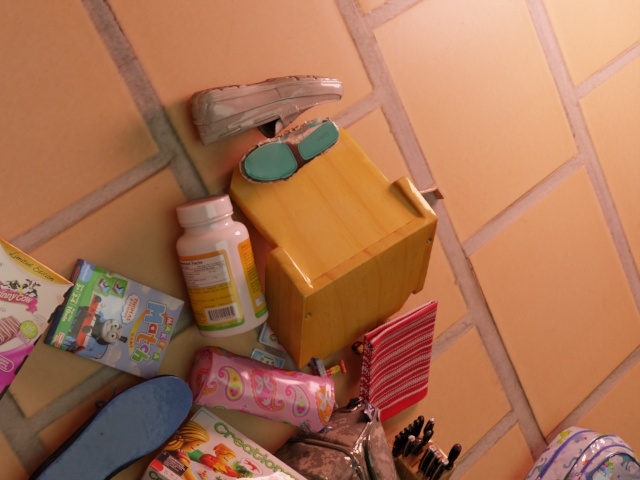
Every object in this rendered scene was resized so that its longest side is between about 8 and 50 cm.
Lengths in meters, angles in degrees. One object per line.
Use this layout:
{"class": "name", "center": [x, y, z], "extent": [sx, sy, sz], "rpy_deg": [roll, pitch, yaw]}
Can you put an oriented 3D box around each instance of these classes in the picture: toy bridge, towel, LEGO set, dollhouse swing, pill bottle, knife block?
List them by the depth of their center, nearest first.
{"class": "pill bottle", "center": [-0.189, 0.045, 1.781], "extent": [0.136, 0.136, 0.246], "rpy_deg": [-20, 104, -31]}
{"class": "dollhouse swing", "center": [0.000, 0.000, 1.934], "extent": [0.346, 0.305, 0.315], "rpy_deg": [-31, 146, -29]}
{"class": "LEGO set", "center": [-0.014, 0.224, 1.955], "extent": [0.244, 0.060, 0.182], "rpy_deg": [26, 79, -29]}
{"class": "knife block", "center": [0.227, 0.495, 2.019], "extent": [0.088, 0.242, 0.276], "rpy_deg": [-32, 110, -27]}
{"class": "towel", "center": [0.164, 0.268, 2.023], "extent": [0.199, 0.031, 0.275], "rpy_deg": [-25, 134, -31]}
{"class": "toy bridge", "center": [0.201, -0.064, 2.099], "extent": [0.188, 0.026, 0.063], "rpy_deg": [-45, 112, -23]}

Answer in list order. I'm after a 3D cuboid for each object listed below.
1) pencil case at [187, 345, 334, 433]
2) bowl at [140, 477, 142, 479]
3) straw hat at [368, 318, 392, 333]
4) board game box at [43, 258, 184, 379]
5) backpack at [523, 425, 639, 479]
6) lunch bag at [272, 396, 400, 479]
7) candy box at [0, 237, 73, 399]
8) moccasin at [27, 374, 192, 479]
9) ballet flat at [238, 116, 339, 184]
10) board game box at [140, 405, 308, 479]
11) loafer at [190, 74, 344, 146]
{"class": "pencil case", "center": [-0.111, 0.289, 1.834], "extent": [0.284, 0.124, 0.124], "rpy_deg": [20, 82, -24]}
{"class": "bowl", "center": [-0.202, 0.533, 1.776], "extent": [0.289, 0.156, 0.290], "rpy_deg": [0, 90, -38]}
{"class": "straw hat", "center": [0.136, 0.200, 2.047], "extent": [0.144, 0.144, 0.061], "rpy_deg": [-34, 68, -27]}
{"class": "board game box", "center": [-0.367, 0.146, 1.728], "extent": [0.211, 0.039, 0.160], "rpy_deg": [26, 78, -33]}
{"class": "backpack", "center": [0.619, 0.623, 2.305], "extent": [0.290, 0.273, 0.355], "rpy_deg": [46, 56, -19]}
{"class": "lunch bag", "center": [0.054, 0.504, 1.937], "extent": [0.256, 0.212, 0.305], "rpy_deg": [-35, 112, -44]}
{"class": "candy box", "center": [-0.543, 0.128, 1.591], "extent": [0.159, 0.071, 0.233], "rpy_deg": [37, 72, -29]}
{"class": "moccasin", "center": [-0.385, 0.347, 1.687], "extent": [0.342, 0.117, 0.138], "rpy_deg": [-33, 98, -22]}
{"class": "ballet flat", "center": [-0.066, -0.165, 1.831], "extent": [0.241, 0.077, 0.091], "rpy_deg": [-26, 101, -32]}
{"class": "board game box", "center": [-0.143, 0.447, 1.715], "extent": [0.305, 0.053, 0.193], "rpy_deg": [34, 32, 6]}
{"class": "loafer", "center": [-0.097, -0.253, 1.848], "extent": [0.319, 0.112, 0.111], "rpy_deg": [-14, 105, -24]}
